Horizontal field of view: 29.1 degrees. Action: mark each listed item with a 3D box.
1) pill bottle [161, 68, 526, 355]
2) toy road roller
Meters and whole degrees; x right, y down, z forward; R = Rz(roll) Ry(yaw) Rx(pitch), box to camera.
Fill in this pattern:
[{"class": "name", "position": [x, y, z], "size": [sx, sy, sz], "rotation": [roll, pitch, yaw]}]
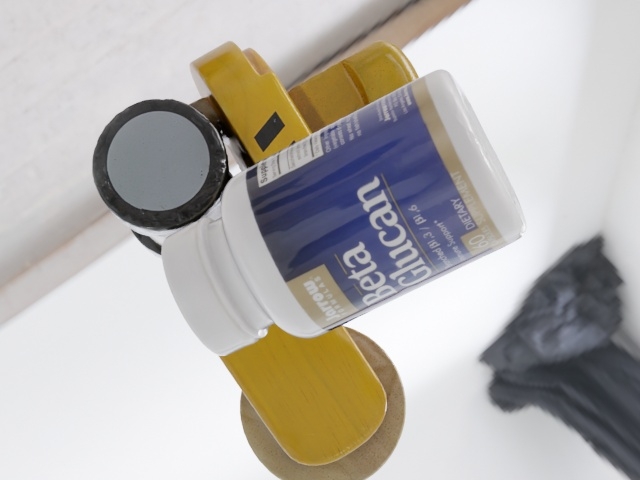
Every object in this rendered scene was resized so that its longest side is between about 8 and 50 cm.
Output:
[{"class": "pill bottle", "position": [0.009, -0.008, 0.620], "size": [0.169, 0.094, 0.094], "rotation": [-27, 160, 12]}, {"class": "toy road roller", "position": [0.000, 0.000, 0.919], "size": [0.240, 0.329, 0.202], "rotation": [-31, 173, -4]}]
